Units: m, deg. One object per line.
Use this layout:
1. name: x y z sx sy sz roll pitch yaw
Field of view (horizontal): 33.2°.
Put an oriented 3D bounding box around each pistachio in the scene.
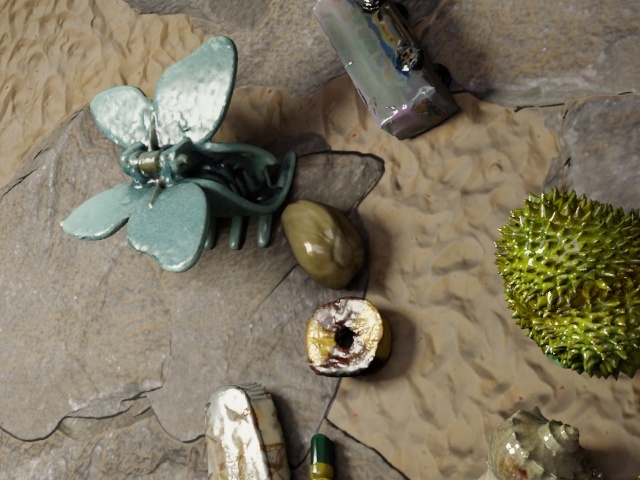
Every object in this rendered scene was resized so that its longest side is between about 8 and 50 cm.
1. pistachio: 0.000 0.000 1.715 0.108 0.126 0.185 -18 49 -23

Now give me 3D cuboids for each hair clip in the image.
1. hair clip: -0.230 -0.100 1.807 0.318 0.238 0.392 -3 71 32

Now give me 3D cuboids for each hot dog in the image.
1. hot dog: -0.114 0.348 1.671 0.144 0.075 0.268 -27 64 27

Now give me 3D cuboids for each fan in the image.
1. fan: 0.004 0.360 1.596 0.039 0.082 0.155 -17 53 22

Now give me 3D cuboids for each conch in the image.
1. conch: 0.278 0.326 1.391 0.245 0.162 0.178 -56 30 39

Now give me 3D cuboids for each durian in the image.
1. durian: 0.350 0.060 1.384 0.291 0.291 0.225 37 107 36

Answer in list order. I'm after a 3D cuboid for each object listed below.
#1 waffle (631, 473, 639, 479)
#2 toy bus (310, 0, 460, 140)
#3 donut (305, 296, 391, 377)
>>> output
1. waffle: 0.483 0.376 1.301 0.291 0.051 0.291 -12 67 31
2. toy bus: 0.101 -0.308 1.760 0.138 0.112 0.317 -38 56 20
3. donut: 0.045 0.154 1.652 0.140 0.059 0.141 -12 67 29
